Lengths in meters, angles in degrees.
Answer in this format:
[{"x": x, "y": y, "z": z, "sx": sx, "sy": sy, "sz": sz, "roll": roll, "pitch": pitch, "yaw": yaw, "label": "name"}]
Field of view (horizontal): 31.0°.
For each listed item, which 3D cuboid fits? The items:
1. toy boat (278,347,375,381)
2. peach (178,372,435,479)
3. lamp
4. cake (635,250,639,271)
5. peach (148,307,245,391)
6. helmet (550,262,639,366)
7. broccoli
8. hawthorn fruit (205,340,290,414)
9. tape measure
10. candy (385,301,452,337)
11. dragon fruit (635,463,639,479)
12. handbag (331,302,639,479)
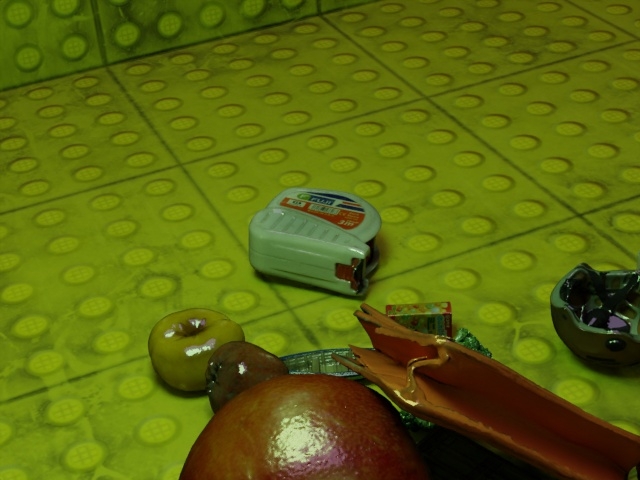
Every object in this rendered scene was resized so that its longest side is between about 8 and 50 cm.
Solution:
[{"x": 0.008, "y": 0.225, "z": 2.035, "sx": 0.229, "sy": 0.046, "sz": 0.080, "roll": -6, "pitch": 34, "yaw": 0, "label": "toy boat"}, {"x": -0.025, "y": 0.362, "z": 1.605, "sx": 0.373, "sy": 0.372, "sz": 0.290, "roll": -5, "pitch": -3, "yaw": 0, "label": "peach"}, {"x": 0.283, "y": 0.388, "z": 1.710, "sx": 0.325, "sy": 0.090, "sz": 0.089, "roll": 25, "pitch": 44, "yaw": 39, "label": "lamp"}, {"x": 0.660, "y": 0.073, "z": 2.106, "sx": 0.135, "sy": 0.134, "sz": 0.147, "roll": -12, "pitch": 40, "yaw": -14, "label": "cake"}, {"x": -0.222, "y": 0.191, "z": 2.067, "sx": 0.179, "sy": 0.103, "sz": 0.179, "roll": -5, "pitch": 36, "yaw": 3, "label": "peach"}, {"x": 0.507, "y": 0.145, "z": 2.017, "sx": 0.224, "sy": 0.130, "sz": 0.198, "roll": 17, "pitch": 42, "yaw": 13, "label": "helmet"}, {"x": 0.203, "y": 0.235, "z": 1.902, "sx": 0.156, "sy": 0.195, "sz": 0.195, "roll": 31, "pitch": 36, "yaw": -5, "label": "broccoli"}, {"x": -0.109, "y": 0.254, "z": 1.944, "sx": 0.189, "sy": 0.149, "sz": 0.149, "roll": 28, "pitch": 34, "yaw": -7, "label": "hawthorn fruit"}, {"x": 0.000, "y": 0.000, "z": 2.315, "sx": 0.258, "sy": 0.130, "sz": 0.265, "roll": 11, "pitch": 31, "yaw": 19, "label": "tape measure"}, {"x": 0.180, "y": 0.149, "z": 2.115, "sx": 0.122, "sy": 0.062, "sz": 0.038, "roll": -3, "pitch": 34, "yaw": 3, "label": "candy"}, {"x": 0.539, "y": 0.359, "z": 1.613, "sx": 0.152, "sy": 0.205, "sz": 0.317, "roll": 2, "pitch": 34, "yaw": 9, "label": "dragon fruit"}, {"x": 0.243, "y": 0.237, "z": 1.659, "sx": 0.410, "sy": 0.116, "sz": 0.303, "roll": 28, "pitch": -5, "yaw": -20, "label": "handbag"}]
